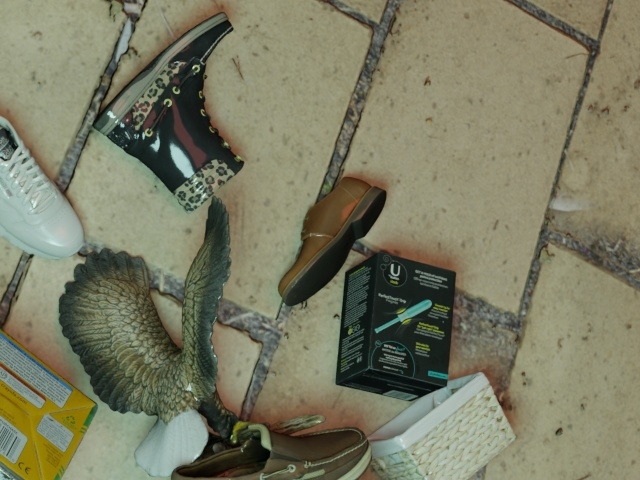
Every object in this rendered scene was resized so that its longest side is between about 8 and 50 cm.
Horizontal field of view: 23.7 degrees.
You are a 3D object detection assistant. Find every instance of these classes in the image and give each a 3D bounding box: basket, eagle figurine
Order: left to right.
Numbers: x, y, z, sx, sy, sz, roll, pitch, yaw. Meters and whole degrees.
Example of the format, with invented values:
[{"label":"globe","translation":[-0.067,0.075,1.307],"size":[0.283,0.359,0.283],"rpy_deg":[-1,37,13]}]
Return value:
[{"label":"eagle figurine","translation":[-0.168,0.128,1.820],"size":[0.226,0.225,0.298],"rpy_deg":[-26,97,-20]},{"label":"basket","translation":[0.154,0.260,1.973],"size":[0.167,0.113,0.103],"rpy_deg":[-32,93,-31]}]

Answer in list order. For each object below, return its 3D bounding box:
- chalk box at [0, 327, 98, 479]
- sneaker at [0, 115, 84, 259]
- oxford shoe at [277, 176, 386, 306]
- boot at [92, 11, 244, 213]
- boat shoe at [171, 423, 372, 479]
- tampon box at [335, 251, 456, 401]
[{"label":"chalk box","translation":[-0.409,0.253,1.633],"size":[0.180,0.289,0.179],"rpy_deg":[41,28,-11]},{"label":"sneaker","translation":[-0.370,-0.074,1.834],"size":[0.235,0.095,0.090],"rpy_deg":[47,58,-7]},{"label":"oxford shoe","translation":[0.000,0.000,2.017],"size":[0.076,0.076,0.212],"rpy_deg":[29,61,19]},{"label":"boot","translation":[-0.158,-0.166,1.974],"size":[0.178,0.085,0.236],"rpy_deg":[47,66,-8]},{"label":"boat shoe","translation":[-0.053,0.252,1.716],"size":[0.257,0.095,0.095],"rpy_deg":[-20,115,-30]},{"label":"tampon box","translation":[0.098,0.114,1.996],"size":[0.120,0.101,0.161],"rpy_deg":[15,67,-22]}]
